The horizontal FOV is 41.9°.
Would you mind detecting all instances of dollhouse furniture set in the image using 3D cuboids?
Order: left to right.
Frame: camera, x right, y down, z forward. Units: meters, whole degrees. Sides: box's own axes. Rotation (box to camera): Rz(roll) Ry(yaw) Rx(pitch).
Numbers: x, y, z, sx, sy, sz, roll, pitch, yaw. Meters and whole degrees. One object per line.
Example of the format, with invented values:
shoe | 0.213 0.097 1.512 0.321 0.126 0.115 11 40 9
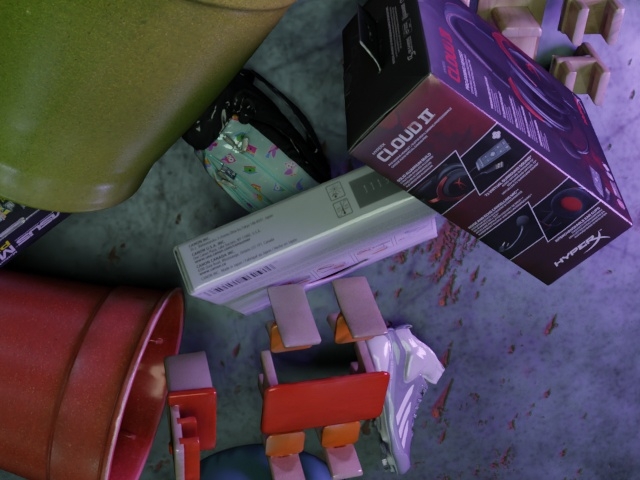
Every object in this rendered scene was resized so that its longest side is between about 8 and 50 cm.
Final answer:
dollhouse furniture set | -0.046 0.194 0.967 0.259 0.135 0.262 -5 129 -14
dollhouse furniture set | 0.208 -0.284 0.928 0.212 0.161 0.242 -2 129 -3

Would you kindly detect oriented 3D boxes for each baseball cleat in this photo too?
baseball cleat | 0.114 0.207 1.081 0.110 0.072 0.205 -15 111 -6

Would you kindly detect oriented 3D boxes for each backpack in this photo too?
backpack | -0.071 -0.101 0.951 0.115 0.152 0.182 -38 116 19

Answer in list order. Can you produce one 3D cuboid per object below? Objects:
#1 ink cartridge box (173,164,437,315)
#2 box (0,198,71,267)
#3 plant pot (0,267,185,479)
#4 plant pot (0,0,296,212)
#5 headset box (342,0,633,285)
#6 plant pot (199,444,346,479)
ink cartridge box | 0.000 0.000 0.952 0.275 0.239 0.060 -23 78 4
box | -0.433 -0.067 0.877 0.216 0.060 0.270 -41 79 -17
plant pot | -0.322 0.151 0.954 0.265 0.272 0.272 15 105 1
plant pot | -0.215 -0.225 0.777 0.367 0.366 0.353 27 122 -10
headset box | 0.142 -0.122 0.807 0.293 0.218 0.110 31 125 -25
plant pot | -0.076 0.446 1.056 0.293 0.235 0.292 -1 106 -4
